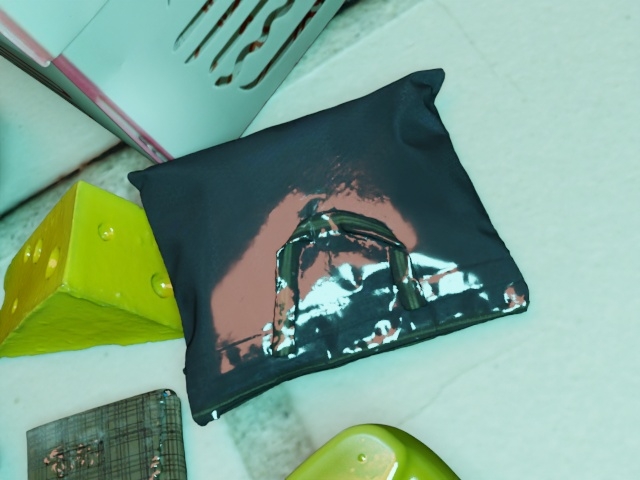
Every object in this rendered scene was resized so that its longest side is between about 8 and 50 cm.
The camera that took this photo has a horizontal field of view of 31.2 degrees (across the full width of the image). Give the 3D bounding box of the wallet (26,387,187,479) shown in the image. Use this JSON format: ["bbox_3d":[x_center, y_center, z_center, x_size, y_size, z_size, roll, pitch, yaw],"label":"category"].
[{"bbox_3d":[-0.145,0.226,0.811,0.124,0.042,0.230,-17,63,11],"label":"wallet"}]

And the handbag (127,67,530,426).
[{"bbox_3d":[0.000,0.000,0.826,0.254,0.088,0.211,-18,66,3],"label":"handbag"}]

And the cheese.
[{"bbox_3d":[-0.200,0.037,0.907,0.171,0.126,0.093,-21,57,36],"label":"cheese"}]

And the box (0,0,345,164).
[{"bbox_3d":[-0.167,-0.277,0.895,0.312,0.300,0.314,34,84,30],"label":"box"}]

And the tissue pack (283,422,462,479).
[{"bbox_3d":[0.056,0.205,0.688,0.123,0.127,0.178,-39,58,-1],"label":"tissue pack"}]
